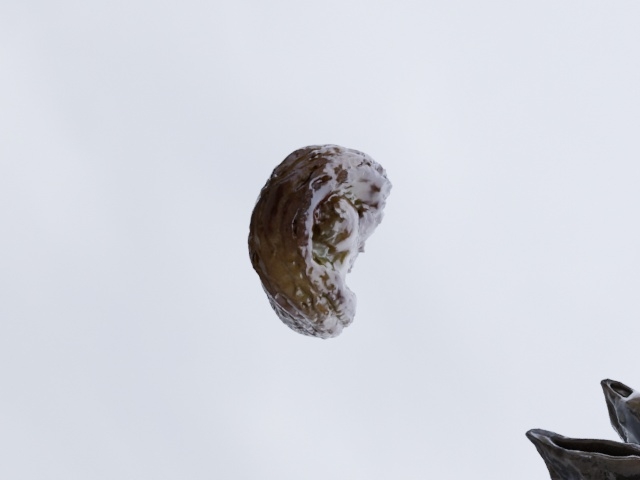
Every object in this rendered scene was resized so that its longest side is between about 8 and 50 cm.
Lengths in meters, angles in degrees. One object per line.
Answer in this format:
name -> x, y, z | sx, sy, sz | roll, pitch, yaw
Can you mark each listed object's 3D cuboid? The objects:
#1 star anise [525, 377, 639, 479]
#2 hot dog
star anise -> 0.198, 0.159, 0.996 | 0.209, 0.231, 0.089 | -102, -178, -47
hot dog -> -0.003, 0.001, 0.990 | 0.065, 0.099, 0.147 | 15, -12, 6
